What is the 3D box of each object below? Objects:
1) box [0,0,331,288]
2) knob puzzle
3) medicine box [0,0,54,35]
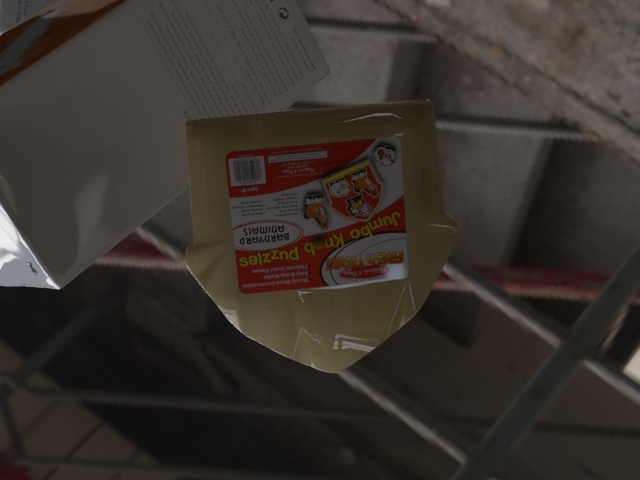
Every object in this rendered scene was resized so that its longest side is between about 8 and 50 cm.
[{"bbox_3d":[-0.199,-0.126,1.228,0.215,0.345,0.168,2,127,51],"label":"box"},{"bbox_3d":[0.000,0.000,0.964,0.213,0.213,0.030,56,-173,-18],"label":"knob puzzle"},{"bbox_3d":[-0.262,-0.318,1.922,0.289,0.149,0.263,2,169,17],"label":"medicine box"}]
